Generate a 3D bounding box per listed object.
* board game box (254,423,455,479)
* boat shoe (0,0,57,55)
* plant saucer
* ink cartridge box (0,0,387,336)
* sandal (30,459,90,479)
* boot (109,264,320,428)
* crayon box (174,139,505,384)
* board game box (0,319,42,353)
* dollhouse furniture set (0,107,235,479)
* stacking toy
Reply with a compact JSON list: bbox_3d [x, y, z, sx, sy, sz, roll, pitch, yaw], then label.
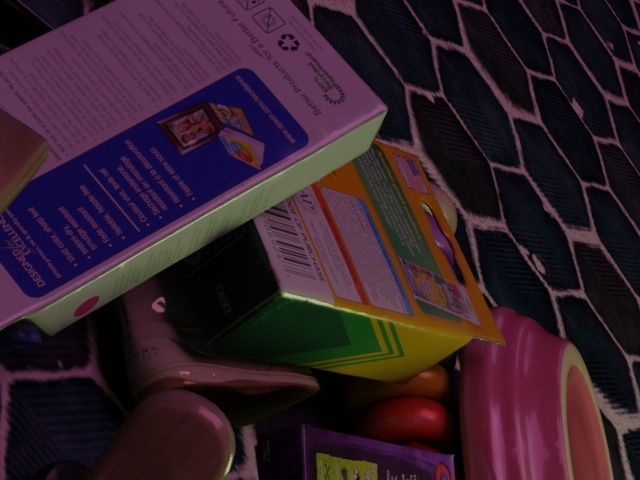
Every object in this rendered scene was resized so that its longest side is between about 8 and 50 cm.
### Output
[{"bbox_3d":[0.039,0.313,1.206,0.208,0.056,0.347,18,63,-49],"label":"board game box"},{"bbox_3d":[-0.272,-0.178,1.225,0.254,0.079,0.095,43,31,-31],"label":"boat shoe"},{"bbox_3d":[0.205,0.219,1.540,0.332,0.084,0.332,-10,90,-74],"label":"plant saucer"},{"bbox_3d":[-0.147,-0.060,1.160,0.371,0.069,0.176,-30,71,-31],"label":"ink cartridge box"},{"bbox_3d":[-0.128,0.252,1.060,0.097,0.054,0.255,26,41,-49],"label":"sandal"},{"bbox_3d":[-0.091,0.057,1.314,0.213,0.077,0.165,13,49,-58],"label":"boot"},{"bbox_3d":[0.000,0.000,1.360,0.323,0.083,0.203,16,44,-53],"label":"crayon box"},{"bbox_3d":[-0.232,0.028,1.149,0.090,0.020,0.090,16,48,-54],"label":"board game box"},{"bbox_3d":[-0.101,0.146,0.827,0.394,0.256,0.362,34,16,-7],"label":"dollhouse furniture set"},{"bbox_3d":[0.063,0.112,1.493,0.141,0.141,0.330,32,44,-44],"label":"stacking toy"}]
